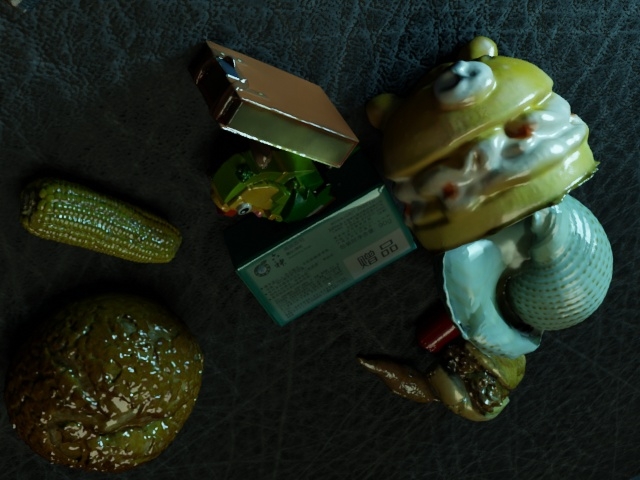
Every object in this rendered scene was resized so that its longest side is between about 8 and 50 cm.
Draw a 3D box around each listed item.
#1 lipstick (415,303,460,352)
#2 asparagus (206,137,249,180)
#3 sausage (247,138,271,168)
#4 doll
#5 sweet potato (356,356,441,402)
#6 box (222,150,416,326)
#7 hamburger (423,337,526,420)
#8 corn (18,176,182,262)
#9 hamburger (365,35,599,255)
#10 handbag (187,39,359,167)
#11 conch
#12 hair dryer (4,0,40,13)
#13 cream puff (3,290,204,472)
[{"bbox_3d":[0.296,0.107,1.588,0.280,0.073,0.073,-43,140,20],"label":"lipstick"},{"bbox_3d":[-0.105,-0.122,1.125,0.127,0.018,0.015,-38,-179,16],"label":"asparagus"},{"bbox_3d":[-0.082,-0.134,1.046,0.026,0.116,0.026,-12,141,-10],"label":"sausage"},{"bbox_3d":[-0.055,-0.082,1.115,0.186,0.106,0.134,-13,154,-35],"label":"doll"},{"bbox_3d":[0.149,0.271,1.698,0.226,0.068,0.068,31,115,-28],"label":"sweet potato"},{"bbox_3d":[0.000,0.000,1.250,0.245,0.092,0.153,-29,133,2],"label":"box"},{"bbox_3d":[0.322,0.261,1.700,0.155,0.245,0.282,-40,123,21],"label":"hamburger"},{"bbox_3d":[-0.275,-0.021,1.086,0.231,0.080,0.080,20,122,-44],"label":"corn"},{"bbox_3d":[0.204,-0.134,1.122,0.276,0.237,0.276,-29,-176,2],"label":"hamburger"},{"bbox_3d":[-0.058,-0.163,1.019,0.190,0.127,0.063,14,124,-42],"label":"handbag"},{"bbox_3d":[0.313,0.022,1.395,0.303,0.215,0.319,-31,111,-5],"label":"conch"},{"bbox_3d":[-0.289,-0.325,0.765,0.173,0.050,0.195,-42,137,13],"label":"hair dryer"},{"bbox_3d":[-0.308,0.221,1.234,0.303,0.212,0.303,-15,135,-16],"label":"cream puff"}]
